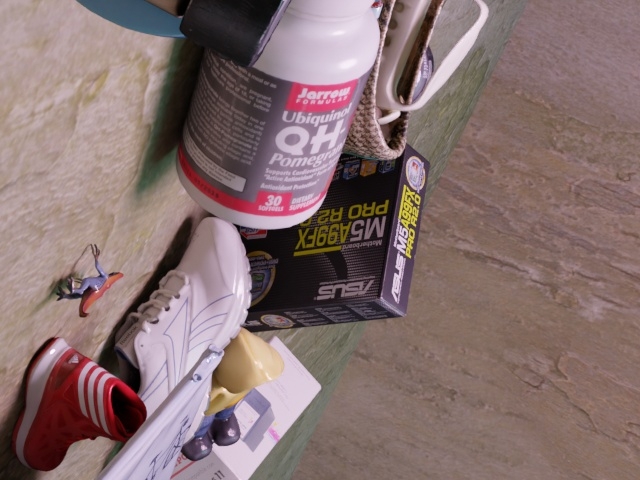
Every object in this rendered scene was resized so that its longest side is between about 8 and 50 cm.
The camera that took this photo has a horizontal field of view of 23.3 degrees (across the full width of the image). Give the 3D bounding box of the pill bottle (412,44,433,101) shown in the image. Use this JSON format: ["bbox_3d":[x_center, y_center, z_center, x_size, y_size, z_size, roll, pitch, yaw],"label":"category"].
[{"bbox_3d":[0.088,-0.240,2.139,0.130,0.130,0.245,-62,177,8],"label":"pill bottle"}]

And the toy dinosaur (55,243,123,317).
[{"bbox_3d":[-0.237,0.052,1.634,0.082,0.090,0.047,-2,144,-42],"label":"toy dinosaur"}]

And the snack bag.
[{"bbox_3d":[-0.237,0.308,1.729,0.323,0.037,0.342,-49,167,-52],"label":"snack bag"}]

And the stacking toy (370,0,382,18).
[{"bbox_3d":[0.038,-0.293,1.738,0.167,0.052,0.221,108,-25,-46],"label":"stacking toy"}]

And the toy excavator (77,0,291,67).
[{"bbox_3d":[-0.050,-0.355,1.153,0.433,0.222,0.445,-62,-176,5],"label":"toy excavator"}]

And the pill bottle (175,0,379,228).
[{"bbox_3d":[-0.039,-0.179,1.637,0.176,0.176,0.318,-50,165,-46],"label":"pill bottle"}]

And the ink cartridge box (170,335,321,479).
[{"bbox_3d":[-0.167,0.310,2.329,0.207,0.119,0.353,-37,-175,36],"label":"ink cartridge box"}]

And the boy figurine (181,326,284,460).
[{"bbox_3d":[-0.115,0.192,2.047,0.177,0.092,0.285,-21,163,-30],"label":"boy figurine"}]

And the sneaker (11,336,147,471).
[{"bbox_3d":[-0.268,0.214,1.735,0.087,0.128,0.221,-52,165,-36],"label":"sneaker"}]

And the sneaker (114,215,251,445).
[{"bbox_3d":[-0.178,0.109,1.915,0.111,0.129,0.297,17,-92,56],"label":"sneaker"}]

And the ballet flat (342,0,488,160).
[{"bbox_3d":[0.132,-0.321,1.866,0.164,0.182,0.483,5,108,-57],"label":"ballet flat"}]

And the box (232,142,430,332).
[{"bbox_3d":[0.000,0.000,1.966,0.060,0.270,0.216,36,57,-43],"label":"box"}]
